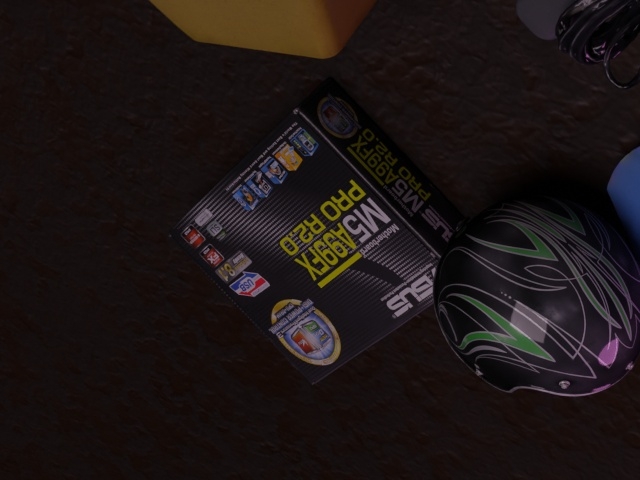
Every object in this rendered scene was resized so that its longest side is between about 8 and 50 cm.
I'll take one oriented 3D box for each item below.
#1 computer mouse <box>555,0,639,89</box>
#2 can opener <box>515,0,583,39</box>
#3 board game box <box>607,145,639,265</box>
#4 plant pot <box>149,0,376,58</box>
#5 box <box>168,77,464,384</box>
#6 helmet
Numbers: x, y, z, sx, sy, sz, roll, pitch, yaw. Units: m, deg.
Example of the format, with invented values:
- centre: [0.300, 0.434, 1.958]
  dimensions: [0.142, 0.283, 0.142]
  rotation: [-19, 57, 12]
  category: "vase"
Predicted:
- centre: [0.317, -0.116, 1.038]
  dimensions: [0.272, 0.072, 0.188]
  rotation: [39, 147, -11]
  category: "computer mouse"
- centre: [0.247, -0.215, 1.025]
  dimensions: [0.093, 0.074, 0.280]
  rotation: [50, 139, -8]
  category: "can opener"
- centre: [0.307, -0.013, 1.185]
  dimensions: [0.133, 0.033, 0.168]
  rotation: [-9, 113, 49]
  category: "board game box"
- centre: [-0.041, -0.258, 1.133]
  dimensions: [0.212, 0.212, 0.187]
  rotation: [12, 142, 31]
  category: "plant pot"
- centre: [0.000, 0.000, 1.419]
  dimensions: [0.216, 0.060, 0.270]
  rotation: [47, 140, -4]
  category: "box"
- centre: [0.185, 0.045, 1.231]
  dimensions: [0.169, 0.169, 0.161]
  rotation: [54, 155, -12]
  category: "helmet"
